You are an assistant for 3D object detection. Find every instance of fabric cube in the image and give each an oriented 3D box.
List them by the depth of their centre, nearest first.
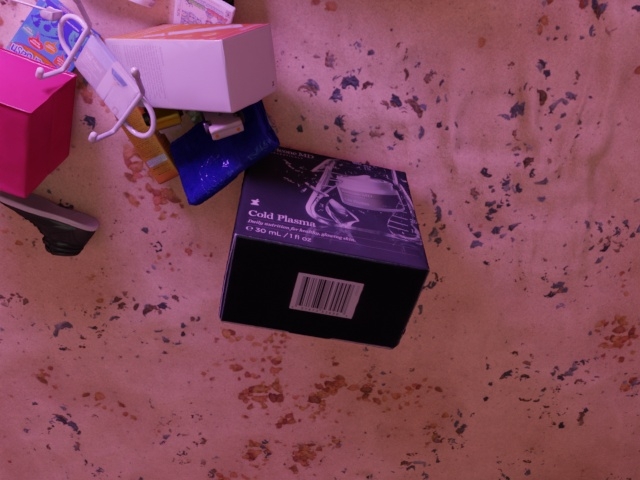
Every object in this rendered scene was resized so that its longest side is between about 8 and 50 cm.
[{"bbox_3d":[-0.811,-0.314,1.502,0.254,0.259,0.258,20,126,-6],"label":"fabric cube"}]

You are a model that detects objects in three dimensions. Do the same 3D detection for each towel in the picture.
[{"bbox_3d":[-0.269,-0.259,1.569,0.308,0.227,0.076,-35,148,19],"label":"towel"}]

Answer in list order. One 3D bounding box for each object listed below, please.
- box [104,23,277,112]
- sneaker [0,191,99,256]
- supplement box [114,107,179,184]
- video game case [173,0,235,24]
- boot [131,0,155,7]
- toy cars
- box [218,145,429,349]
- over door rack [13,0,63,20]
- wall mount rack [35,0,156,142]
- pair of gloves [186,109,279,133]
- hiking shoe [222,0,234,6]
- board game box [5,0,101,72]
[{"bbox_3d":[-0.312,-0.432,1.441,0.345,0.215,0.168,10,122,24],"label":"box"},{"bbox_3d":[-0.840,-0.042,1.766,0.296,0.104,0.146,23,110,-19],"label":"sneaker"},{"bbox_3d":[-0.485,-0.283,1.668,0.080,0.078,0.233,-25,117,10],"label":"supplement box"},{"bbox_3d":[-0.300,-0.571,1.495,0.157,0.019,0.143,29,145,-2],"label":"video game case"},{"bbox_3d":[-0.528,-0.684,1.451,0.258,0.095,0.123,15,108,-17],"label":"boot"},{"bbox_3d":[-0.331,-0.315,1.528,0.394,0.176,0.087,14,136,31],"label":"toy cars"},{"bbox_3d":[0.000,0.000,1.606,0.480,0.471,0.297,10,124,-8],"label":"box"},{"bbox_3d":[-0.736,-0.691,1.400,0.324,0.108,0.239,22,117,9],"label":"over door rack"},{"bbox_3d":[-0.514,-0.396,1.355,0.350,0.130,0.304,51,131,-4],"label":"wall mount rack"},{"bbox_3d":[-0.257,-0.352,1.661,0.204,0.042,0.240,-30,115,14],"label":"pair of gloves"},{"bbox_3d":[-0.254,-0.642,1.460,0.086,0.114,0.226,9,118,-7],"label":"hiking shoe"},{"bbox_3d":[-0.713,-0.516,1.546,0.160,0.047,0.210,39,112,-21],"label":"board game box"}]
